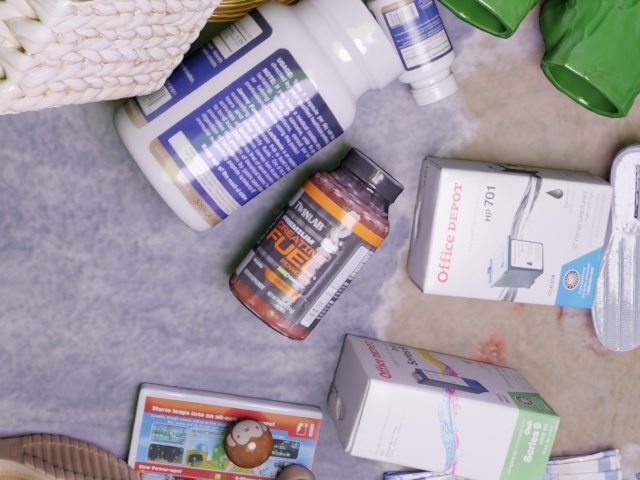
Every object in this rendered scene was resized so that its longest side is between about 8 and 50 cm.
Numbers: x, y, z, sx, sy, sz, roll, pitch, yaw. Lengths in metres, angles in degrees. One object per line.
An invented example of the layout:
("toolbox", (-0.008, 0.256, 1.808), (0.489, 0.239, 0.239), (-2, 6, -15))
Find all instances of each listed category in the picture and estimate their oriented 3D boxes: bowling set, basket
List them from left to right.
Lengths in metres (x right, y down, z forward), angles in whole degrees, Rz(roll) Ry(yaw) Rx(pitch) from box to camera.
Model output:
("basket", (-0.241, -0.306, 1.098), (0.328, 0.331, 0.266), (40, 110, 7))
("bowling set", (-0.068, 0.304, 1.372), (0.287, 0.154, 0.200), (-21, 105, -3))

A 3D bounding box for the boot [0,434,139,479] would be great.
("boot", (-0.330, 0.315, 1.413), (0.248, 0.090, 0.207), (8, 113, -9))

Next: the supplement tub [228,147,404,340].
("supplement tub", (0.000, 0.000, 1.364), (0.106, 0.106, 0.198), (36, 95, -14))

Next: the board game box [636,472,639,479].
("board game box", (0.491, 0.323, 1.543), (0.160, 0.039, 0.211), (-32, 106, 0))

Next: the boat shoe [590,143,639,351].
("boat shoe", (0.345, 0.006, 1.427), (0.083, 0.076, 0.226), (10, 102, 15))

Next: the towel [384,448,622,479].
("towel", (0.212, 0.348, 1.513), (0.285, 0.034, 0.209), (-5, 106, -5))

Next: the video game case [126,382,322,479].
("video game case", (-0.123, 0.309, 1.459), (0.204, 0.025, 0.285), (9, 102, -10))

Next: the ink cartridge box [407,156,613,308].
("ink cartridge box", (0.201, -0.008, 1.403), (0.190, 0.082, 0.140), (5, 102, -11))

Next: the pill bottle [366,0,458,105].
("pill bottle", (0.099, -0.204, 1.349), (0.067, 0.067, 0.120), (-24, 105, -2))

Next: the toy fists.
("toy fists", (0.239, -0.251, 1.335), (0.279, 0.096, 0.142), (33, 82, -14))

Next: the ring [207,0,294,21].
("ring", (-0.108, -0.387, 1.296), (0.336, 0.032, 0.337), (-2, 104, -8))

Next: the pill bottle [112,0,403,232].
("pill bottle", (-0.059, -0.140, 1.296), (0.264, 0.153, 0.153), (-35, 105, 2))

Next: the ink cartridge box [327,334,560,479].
("ink cartridge box", (0.126, 0.183, 1.398), (0.212, 0.154, 0.093), (11, 101, -10))
